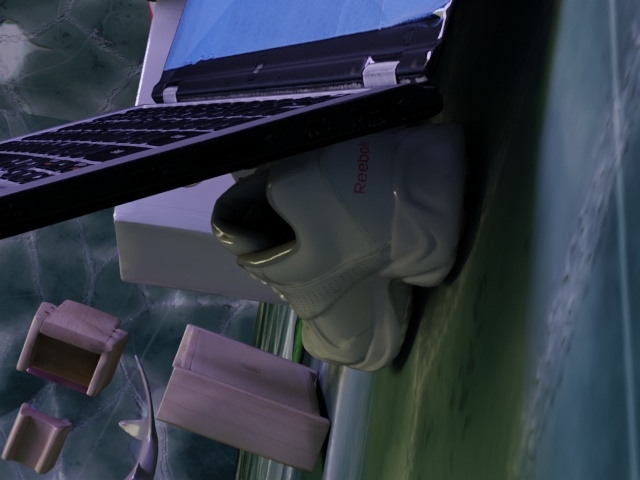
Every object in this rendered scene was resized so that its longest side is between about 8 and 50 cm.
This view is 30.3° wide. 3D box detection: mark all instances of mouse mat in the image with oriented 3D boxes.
[{"bbox_3d":[-0.020,0.092,1.438,0.153,0.007,0.190,-88,7,-58],"label":"mouse mat"}]

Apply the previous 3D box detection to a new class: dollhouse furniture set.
[{"bbox_3d":[-0.158,0.237,1.060,0.198,0.286,0.303,-121,52,-84],"label":"dollhouse furniture set"}]

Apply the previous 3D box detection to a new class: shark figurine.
[{"bbox_3d":[-0.224,0.245,1.089,0.278,0.166,0.116,-41,-38,-24],"label":"shark figurine"}]

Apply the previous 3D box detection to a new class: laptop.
[{"bbox_3d":[-0.104,-0.155,0.564,0.382,0.407,0.236,11,117,66],"label":"laptop"}]

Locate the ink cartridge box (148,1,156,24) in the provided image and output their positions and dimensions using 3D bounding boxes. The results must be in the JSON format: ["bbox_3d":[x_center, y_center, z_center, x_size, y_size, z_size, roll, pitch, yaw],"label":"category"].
[{"bbox_3d":[-0.096,-0.300,1.232,0.384,0.160,0.279,-168,71,-79],"label":"ink cartridge box"}]

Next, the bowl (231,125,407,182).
[{"bbox_3d":[0.008,-0.094,0.781,0.170,0.080,0.170,17,-111,-54],"label":"bowl"}]

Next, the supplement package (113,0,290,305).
[{"bbox_3d":[-0.054,-0.069,0.961,0.149,0.194,0.203,109,169,-69],"label":"supplement package"}]

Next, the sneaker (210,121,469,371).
[{"bbox_3d":[0.000,0.000,0.617,0.232,0.115,0.090,108,171,-63],"label":"sneaker"}]
